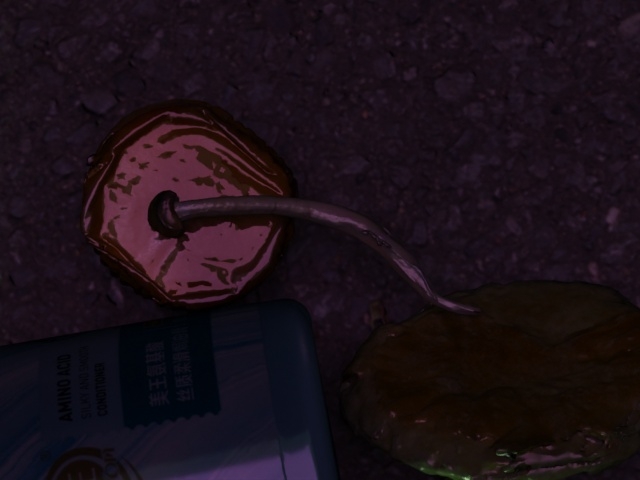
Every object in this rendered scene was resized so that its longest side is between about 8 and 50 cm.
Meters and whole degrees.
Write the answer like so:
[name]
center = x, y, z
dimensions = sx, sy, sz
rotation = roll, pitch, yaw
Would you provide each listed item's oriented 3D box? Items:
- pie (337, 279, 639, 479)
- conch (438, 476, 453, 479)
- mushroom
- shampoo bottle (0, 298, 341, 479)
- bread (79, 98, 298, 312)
[pie]
center = 0.172, 0.123, 1.717
dimensions = 0.306, 0.306, 0.071
rotation = -9, 122, 5
[conch]
center = 0.150, 0.274, 1.715
dimensions = 0.124, 0.181, 0.187
rotation = 10, 33, 34
[mushroom]
center = 0.000, 0.000, 1.754
dimensions = 0.306, 0.043, 0.068
rotation = 13, 92, -4
[shampoo bottle]
center = -0.149, 0.234, 1.653
dimensions = 0.343, 0.331, 0.331
rotation = -10, 77, 0
[bread]
center = -0.121, -0.028, 1.818
dimensions = 0.199, 0.104, 0.199
rotation = 1, 81, -6
